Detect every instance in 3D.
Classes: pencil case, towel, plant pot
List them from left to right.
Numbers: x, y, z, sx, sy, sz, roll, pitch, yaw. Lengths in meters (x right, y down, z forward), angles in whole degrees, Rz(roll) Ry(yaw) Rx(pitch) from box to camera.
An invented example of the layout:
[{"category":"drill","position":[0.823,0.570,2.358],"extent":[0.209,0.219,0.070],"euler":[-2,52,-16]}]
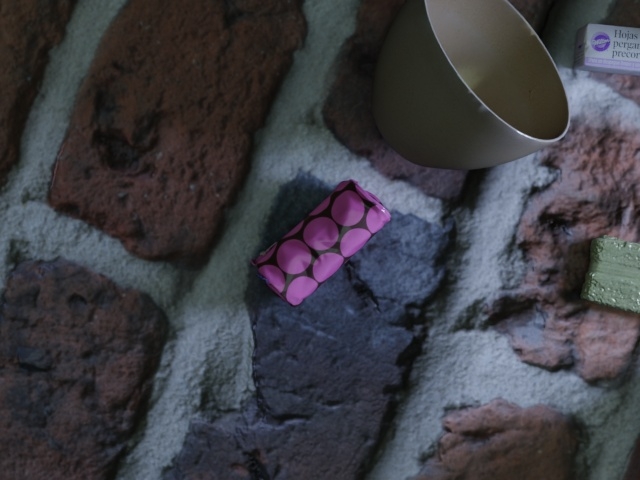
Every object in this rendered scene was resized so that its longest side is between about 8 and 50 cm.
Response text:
[{"category":"pencil case","position":[0.000,0.000,1.504],"extent":[0.209,0.095,0.098],"euler":[-42,76,0]},{"category":"plant pot","position":[0.182,-0.210,1.423],"extent":[0.191,0.284,0.284],"euler":[-36,92,38]},{"category":"towel","position":[0.470,0.055,1.529],"extent":[0.148,0.027,0.110],"euler":[11,94,-1]}]

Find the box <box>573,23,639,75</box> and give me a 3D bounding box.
[{"category":"box","position":[0.540,-0.269,1.492],"extent":[0.324,0.067,0.063],"euler":[6,92,1]}]
